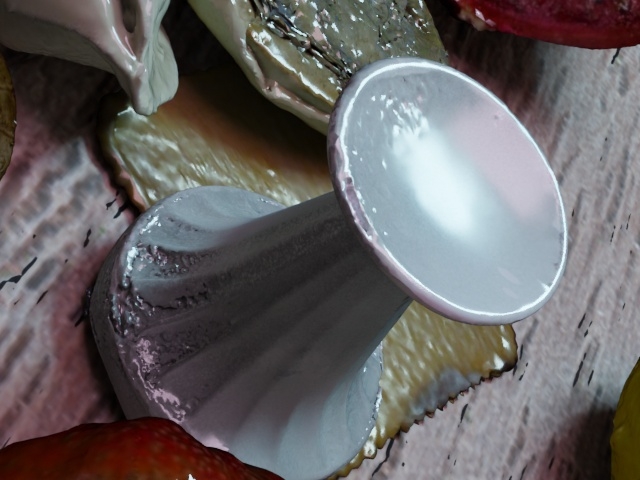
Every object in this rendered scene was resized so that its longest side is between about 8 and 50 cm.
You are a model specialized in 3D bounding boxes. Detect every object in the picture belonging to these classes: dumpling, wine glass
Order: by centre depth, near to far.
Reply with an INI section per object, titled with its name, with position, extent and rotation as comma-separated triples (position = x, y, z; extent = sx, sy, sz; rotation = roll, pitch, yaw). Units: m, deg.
[wine glass]
position = 0.007, 0.017, 0.809
extent = 0.165, 0.196, 0.165
rotation = 21, 53, -30
[dumpling]
position = -0.122, -0.147, 0.895
extent = 0.155, 0.111, 0.181
rotation = 3, 82, -78

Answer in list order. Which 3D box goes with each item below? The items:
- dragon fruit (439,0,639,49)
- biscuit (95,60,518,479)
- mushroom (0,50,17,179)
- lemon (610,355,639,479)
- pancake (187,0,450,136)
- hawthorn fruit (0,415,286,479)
[dragon fruit]
position = 0.186, -0.326, 1.159
extent = 0.386, 0.371, 0.249
rotation = 16, 21, 2
[biscuit]
position = 0.000, 0.000, 0.973
extent = 0.232, 0.013, 0.237
rotation = -24, 82, -50
[mushroom]
position = -0.193, -0.064, 0.766
extent = 0.126, 0.085, 0.109
rotation = 23, 48, -25
[lemon]
position = 0.267, 0.122, 1.012
extent = 0.192, 0.192, 0.231
rotation = 50, 38, -5
[pancake]
position = -0.017, -0.173, 1.025
extent = 0.282, 0.049, 0.282
rotation = 39, 33, -31
[hawthorn fruit]
position = -0.070, 0.169, 0.667
extent = 0.157, 0.157, 0.194
rotation = 16, 58, -38
